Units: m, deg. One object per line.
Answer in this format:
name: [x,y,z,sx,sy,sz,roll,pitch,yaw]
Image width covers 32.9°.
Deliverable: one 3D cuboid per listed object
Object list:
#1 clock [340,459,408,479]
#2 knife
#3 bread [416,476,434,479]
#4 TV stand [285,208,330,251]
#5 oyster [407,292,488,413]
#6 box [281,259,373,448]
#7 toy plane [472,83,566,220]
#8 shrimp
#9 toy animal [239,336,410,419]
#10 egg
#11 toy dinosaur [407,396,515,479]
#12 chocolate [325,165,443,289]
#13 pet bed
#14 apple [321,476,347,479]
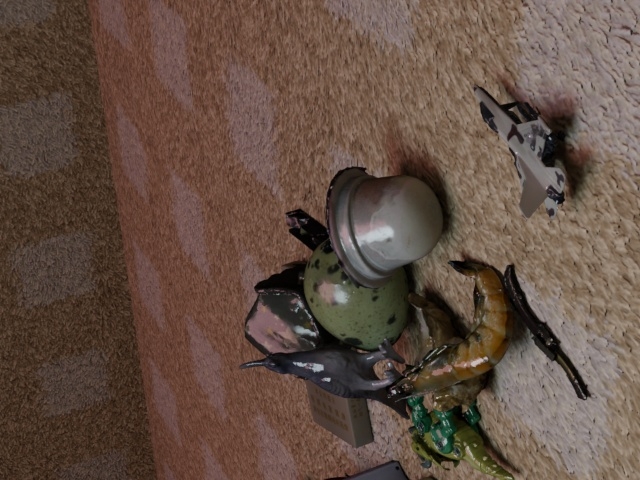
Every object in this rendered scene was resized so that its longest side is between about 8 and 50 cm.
clock: [0.103,0.567,2.100,0.253,0.186,0.083,71,160,4]
knife: [0.310,0.135,1.532,0.222,0.021,0.045,63,153,25]
bread: [0.167,0.520,1.975,0.148,0.141,0.134,44,142,52]
TV stand: [0.000,0.000,2.143,0.249,0.036,0.042,38,137,55]
oyster: [0.200,0.188,1.752,0.233,0.107,0.161,-109,5,-59]
box: [0.013,0.231,2.251,0.204,0.051,0.365,17,120,63]
toy plane: [0.266,-0.125,1.402,0.160,0.082,0.234,88,170,-54]
shrimp: [0.188,0.135,1.655,0.262,0.051,0.198,-36,44,38]
toy animal: [0.068,0.228,1.859,0.206,0.367,0.081,-29,50,48]
egg: [0.069,0.092,1.872,0.228,0.177,0.177,60,163,-22]
toy dinosaur: [0.224,0.323,1.786,0.259,0.094,0.153,11,117,56]
chocolate: [0.120,-0.030,1.707,0.147,0.221,0.221,-10,98,28]
pet bed: [-0.018,0.130,2.015,0.183,0.211,0.159,36,117,19]
apple: [0.033,0.598,2.245,0.234,0.234,0.234,48,146,47]
